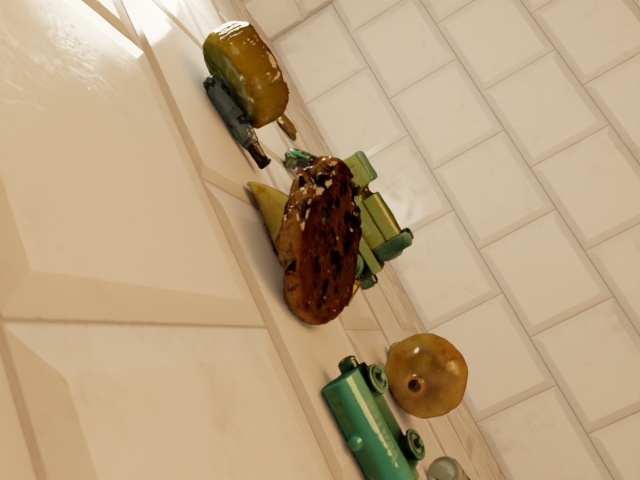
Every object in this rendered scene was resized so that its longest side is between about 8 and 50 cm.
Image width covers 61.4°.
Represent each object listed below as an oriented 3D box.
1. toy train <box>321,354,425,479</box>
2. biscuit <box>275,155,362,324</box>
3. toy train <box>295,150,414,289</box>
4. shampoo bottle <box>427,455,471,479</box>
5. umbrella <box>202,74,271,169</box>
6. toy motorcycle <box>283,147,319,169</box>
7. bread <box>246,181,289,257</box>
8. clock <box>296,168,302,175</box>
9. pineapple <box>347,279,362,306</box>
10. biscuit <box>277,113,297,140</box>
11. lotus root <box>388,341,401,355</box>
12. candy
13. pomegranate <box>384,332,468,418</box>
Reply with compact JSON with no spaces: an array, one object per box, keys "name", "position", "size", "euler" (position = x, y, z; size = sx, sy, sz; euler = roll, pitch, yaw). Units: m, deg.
[{"name":"toy train","position":[0.088,0.326,0.942],"size":[0.248,0.101,0.159],"euler":[62,26,9]},{"name":"biscuit","position":[-0.002,-0.001,1.071],"size":[0.289,0.081,0.333],"euler":[38,59,-57]},{"name":"toy train","position":[0.096,-0.060,1.564],"size":[0.397,0.253,0.160],"euler":[59,11,0]},{"name":"shampoo bottle","position":[0.358,0.645,1.360],"size":[0.262,0.085,0.085],"euler":[55,12,-31]},{"name":"umbrella","position":[-0.201,-0.283,1.298],"size":[0.250,0.052,0.053],"euler":[57,-15,-11]},{"name":"toy motorcycle","position":[-0.042,-0.254,1.782],"size":[0.173,0.058,0.100],"euler":[15,29,-23]},{"name":"bread","position":[-0.087,-0.030,1.225],"size":[0.178,0.135,0.240],"euler":[28,-3,24]},{"name":"clock","position":[0.021,-0.148,1.930],"size":[0.318,0.080,0.318],"euler":[57,11,-18]},{"name":"pineapple","position":[0.060,0.113,1.434],"size":[0.114,0.077,0.114],"euler":[48,4,7]},{"name":"biscuit","position":[-0.138,-0.470,2.195],"size":[0.131,0.026,0.237],"euler":[66,11,20]},{"name":"lotus root","position":[0.247,0.354,1.685],"size":[0.073,0.062,0.150],"euler":[62,12,7]},{"name":"candy","position":[-0.182,-0.399,1.313],"size":[0.260,0.118,0.260],"euler":[48,-18,21]},{"name":"pomegranate","position":[0.286,0.358,1.438],"size":[0.233,0.233,0.233],"euler":[57,11,-17]}]
